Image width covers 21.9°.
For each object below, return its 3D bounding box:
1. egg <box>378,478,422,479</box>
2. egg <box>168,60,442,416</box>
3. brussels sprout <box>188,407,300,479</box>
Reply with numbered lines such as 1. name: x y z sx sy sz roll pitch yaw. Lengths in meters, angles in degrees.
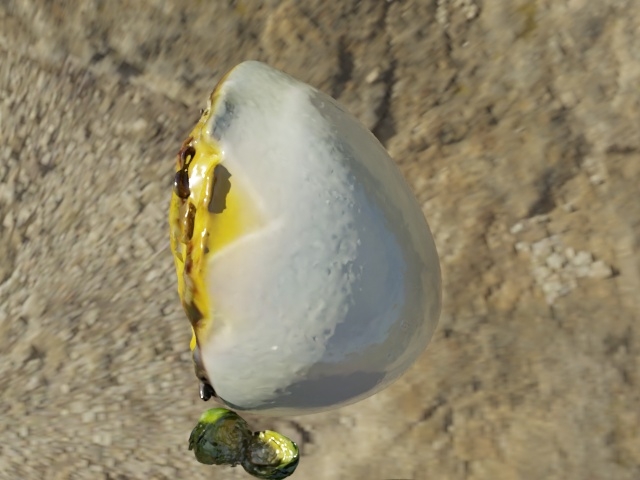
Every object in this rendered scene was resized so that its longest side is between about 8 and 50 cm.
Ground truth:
1. egg: 0.059 0.281 1.333 0.232 0.176 0.176 -8 85 -28
2. egg: 0.001 -0.001 1.277 0.174 0.264 0.286 -1 121 16
3. brussels sprout: -0.058 0.159 1.261 0.083 0.051 0.046 25 88 0
